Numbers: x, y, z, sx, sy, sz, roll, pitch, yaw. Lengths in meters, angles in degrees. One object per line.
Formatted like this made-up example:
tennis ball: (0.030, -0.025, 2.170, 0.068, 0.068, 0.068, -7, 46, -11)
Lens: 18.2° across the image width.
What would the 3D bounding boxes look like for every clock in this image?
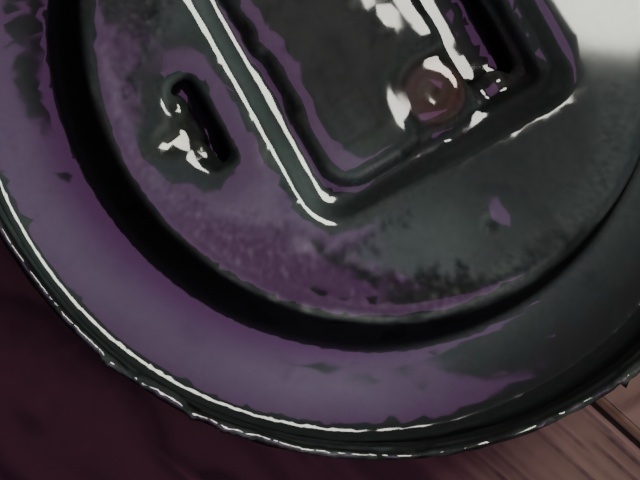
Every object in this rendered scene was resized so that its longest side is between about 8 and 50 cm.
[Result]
clock: (0.017, -0.073, 0.732, 0.313, 0.061, 0.312, 1, 85, -11)
